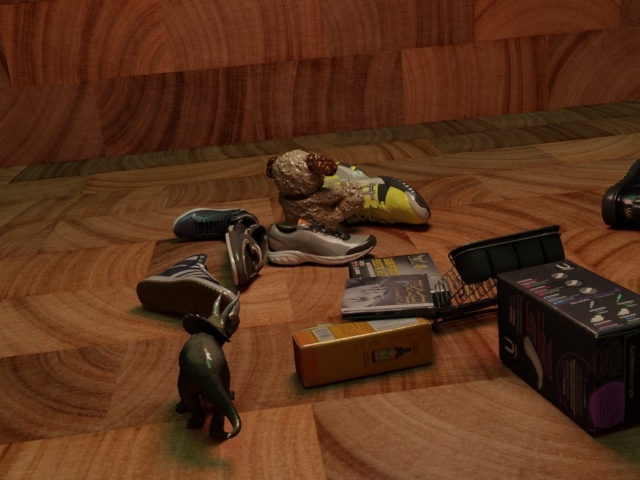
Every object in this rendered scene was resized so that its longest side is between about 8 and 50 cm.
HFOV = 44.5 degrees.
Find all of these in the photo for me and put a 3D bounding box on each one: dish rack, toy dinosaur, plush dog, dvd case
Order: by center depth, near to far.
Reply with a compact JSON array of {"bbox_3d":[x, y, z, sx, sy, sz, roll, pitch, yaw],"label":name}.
[{"bbox_3d":[-0.182,0.208,1.220,0.121,0.160,0.313,-6,17,-1],"label":"toy dinosaur"},{"bbox_3d":[0.307,0.071,1.425,0.208,0.074,0.271,-10,-21,-14],"label":"dish rack"},{"bbox_3d":[0.125,0.102,1.469,0.165,0.018,0.221,-4,13,5],"label":"dvd case"},{"bbox_3d":[-0.047,-0.130,2.030,0.262,0.225,0.210,0,35,34],"label":"plush dog"}]

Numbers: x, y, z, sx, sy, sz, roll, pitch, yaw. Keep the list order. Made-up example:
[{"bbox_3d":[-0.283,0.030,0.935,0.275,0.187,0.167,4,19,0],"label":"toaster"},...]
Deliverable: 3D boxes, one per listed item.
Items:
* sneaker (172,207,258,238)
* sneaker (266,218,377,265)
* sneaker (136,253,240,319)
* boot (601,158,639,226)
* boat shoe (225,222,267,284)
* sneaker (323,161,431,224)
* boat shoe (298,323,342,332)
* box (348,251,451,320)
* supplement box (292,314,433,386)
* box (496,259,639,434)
[{"bbox_3d":[-0.278,-0.038,2.108,0.226,0.086,0.163,-10,16,-18],"label":"sneaker"},{"bbox_3d":[0.000,0.000,1.886,0.272,0.108,0.100,-1,17,8],"label":"sneaker"},{"bbox_3d":[-0.246,0.099,1.667,0.282,0.099,0.153,5,23,37],"label":"sneaker"},{"bbox_3d":[0.889,-0.114,1.936,0.260,0.131,0.348,4,30,46],"label":"boot"},{"bbox_3d":[-0.171,0.017,1.873,0.096,0.112,0.335,-11,15,-3],"label":"boat shoe"},{"bbox_3d":[0.139,-0.096,2.156,0.385,0.145,0.147,20,63,45],"label":"sneaker"},{"bbox_3d":[0.031,0.177,1.429,0.153,0.056,0.048,-5,9,-5],"label":"boat shoe"},{"bbox_3d":[0.160,0.094,1.634,0.183,0.056,0.231,-6,18,-1],"label":"box"},{"bbox_3d":[0.073,0.185,1.351,0.234,0.078,0.080,-8,15,-11],"label":"supplement box"},{"bbox_3d":[0.403,0.153,1.213,0.143,0.165,0.270,-11,19,-15],"label":"box"}]
